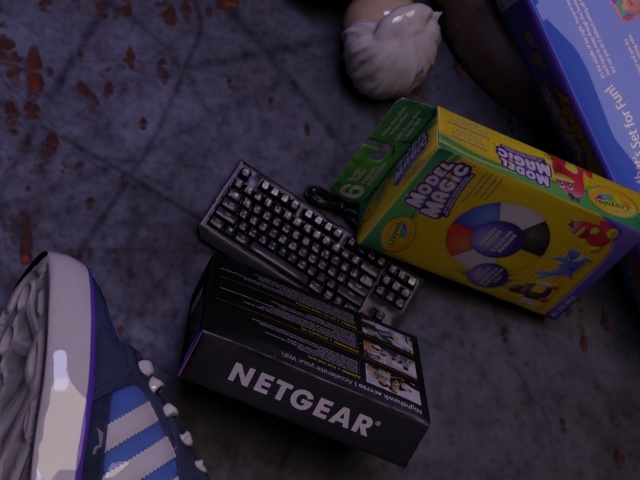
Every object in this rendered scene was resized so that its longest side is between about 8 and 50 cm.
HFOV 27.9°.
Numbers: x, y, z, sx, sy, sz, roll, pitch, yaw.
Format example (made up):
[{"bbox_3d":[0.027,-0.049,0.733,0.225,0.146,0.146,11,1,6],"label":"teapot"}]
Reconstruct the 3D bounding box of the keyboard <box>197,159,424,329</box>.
[{"bbox_3d":[0.000,0.000,1.043,0.180,0.023,0.108,34,62,-6],"label":"keyboard"}]

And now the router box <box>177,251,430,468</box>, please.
[{"bbox_3d":[-0.011,0.085,0.951,0.179,0.046,0.133,23,21,-10],"label":"router box"}]

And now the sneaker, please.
[{"bbox_3d":[-0.108,0.177,0.894,0.236,0.130,0.322,17,50,-33],"label":"sneaker"}]

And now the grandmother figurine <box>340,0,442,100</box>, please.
[{"bbox_3d":[0.028,-0.286,1.129,0.208,0.104,0.342,-16,77,2],"label":"grandmother figurine"}]

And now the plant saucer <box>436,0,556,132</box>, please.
[{"bbox_3d":[0.257,-0.247,1.156,0.311,0.050,0.310,0,89,-7],"label":"plant saucer"}]

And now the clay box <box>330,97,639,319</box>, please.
[{"bbox_3d":[0.129,-0.022,1.024,0.222,0.127,0.053,20,45,-18],"label":"clay box"}]

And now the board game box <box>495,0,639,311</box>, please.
[{"bbox_3d":[0.324,-0.119,1.096,0.233,0.078,0.347,-25,93,-7],"label":"board game box"}]
